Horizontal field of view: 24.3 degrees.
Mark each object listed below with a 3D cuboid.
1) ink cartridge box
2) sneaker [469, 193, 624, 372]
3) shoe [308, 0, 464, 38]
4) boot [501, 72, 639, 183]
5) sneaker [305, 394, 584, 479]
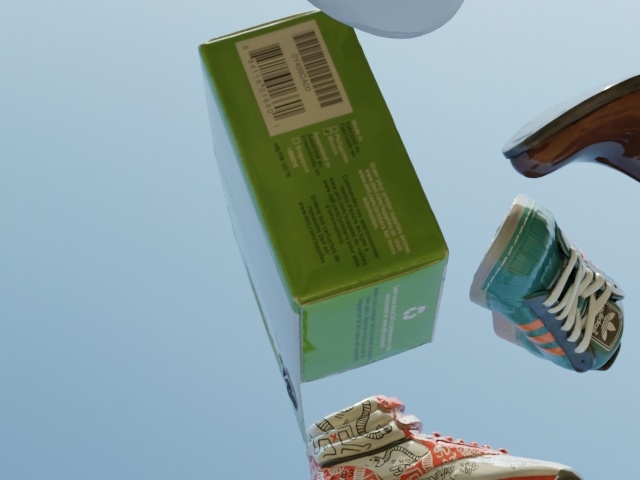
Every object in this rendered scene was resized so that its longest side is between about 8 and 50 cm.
[{"bbox_3d":[0.000,0.000,0.970,0.097,0.255,0.189,-18,-115,-7],"label":"ink cartridge box"},{"bbox_3d":[0.215,0.047,1.319,0.121,0.302,0.108,26,-98,19],"label":"sneaker"},{"bbox_3d":[-0.011,-0.149,0.480,0.178,0.063,0.081,44,-149,-29],"label":"shoe"},{"bbox_3d":[0.302,-0.005,1.213,0.264,0.096,0.280,-20,-87,-23],"label":"boot"},{"bbox_3d":[0.118,0.214,1.466,0.270,0.090,0.145,-8,-128,-14],"label":"sneaker"}]
